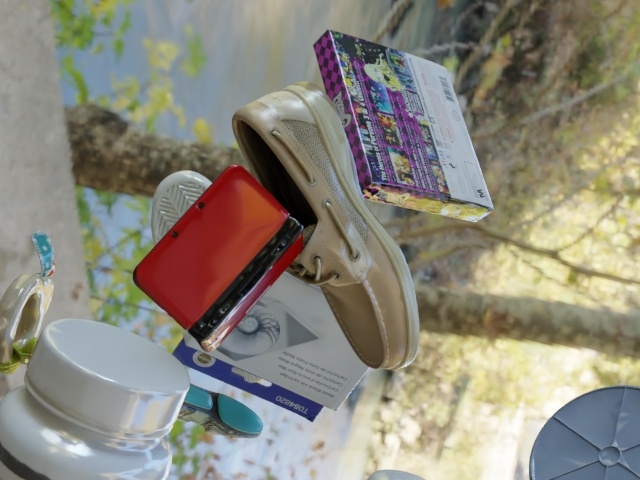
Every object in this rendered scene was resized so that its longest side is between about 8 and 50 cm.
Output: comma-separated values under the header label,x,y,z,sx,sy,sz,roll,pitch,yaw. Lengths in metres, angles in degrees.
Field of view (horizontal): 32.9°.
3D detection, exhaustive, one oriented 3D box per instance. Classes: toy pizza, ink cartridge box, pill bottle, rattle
label,x,y,z,sx,sy,sz,roll,pitch,yaw
toy pizza,0.342,0.259,1.263,0.032,0.201,0.201,54,46,-39
ink cartridge box,-0.049,0.129,1.359,0.224,0.223,0.045,-56,-163,30
pill bottle,-0.288,0.285,1.205,0.361,0.204,0.204,-66,169,10
rattle,-0.336,0.087,1.392,0.199,0.143,0.130,-67,156,-49

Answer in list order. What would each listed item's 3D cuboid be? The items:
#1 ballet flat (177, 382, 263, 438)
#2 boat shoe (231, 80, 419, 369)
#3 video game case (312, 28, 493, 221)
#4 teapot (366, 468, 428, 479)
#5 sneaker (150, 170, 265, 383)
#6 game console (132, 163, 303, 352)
label,x,y,z,sx,sy,sz,roll,pitch,yaw
ballet flat,-0.176,0.266,1.675,0.070,0.188,0.070,-37,-145,32
boat shoe,0.000,0.000,1.197,0.110,0.122,0.341,-28,97,-34
video game case,0.105,-0.143,1.361,0.042,0.210,0.232,-39,-126,40
teapot,0.136,0.448,1.493,0.252,0.187,0.256,103,1,-66
sneaker,-0.157,0.046,1.643,0.148,0.131,0.350,-103,174,-69
game console,-0.092,0.020,1.011,0.144,0.085,0.124,-48,171,-11
